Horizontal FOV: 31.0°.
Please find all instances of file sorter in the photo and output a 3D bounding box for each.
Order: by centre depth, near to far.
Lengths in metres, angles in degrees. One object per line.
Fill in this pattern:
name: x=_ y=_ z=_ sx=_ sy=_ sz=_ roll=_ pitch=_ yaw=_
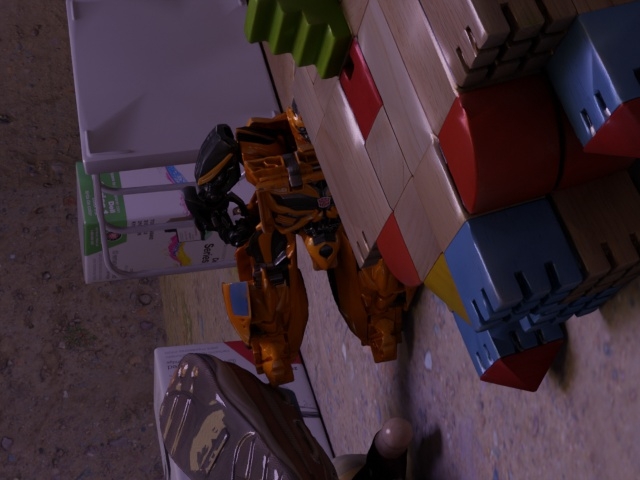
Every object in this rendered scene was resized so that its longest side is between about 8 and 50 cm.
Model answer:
file sorter: x=-0.157 y=-0.120 z=1.226 sx=0.173 sy=0.192 sz=0.278 roll=94 pitch=165 yaw=-44

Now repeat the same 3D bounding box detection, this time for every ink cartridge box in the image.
ink cartridge box: x=-0.104 y=0.256 z=1.488 sx=0.273 sy=0.197 sz=0.114 roll=-112 pitch=22 yaw=-53
ink cartridge box: x=-0.237 y=-0.040 z=1.812 sx=0.201 sy=0.278 sz=0.117 roll=108 pitch=151 yaw=-59

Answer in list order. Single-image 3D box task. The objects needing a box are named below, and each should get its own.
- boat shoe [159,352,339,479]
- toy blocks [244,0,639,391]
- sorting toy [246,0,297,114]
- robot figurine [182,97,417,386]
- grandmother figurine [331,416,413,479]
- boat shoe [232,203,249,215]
boat shoe: x=-0.032 y=0.214 z=0.996 sx=0.123 sy=0.116 sz=0.324 roll=-58 pitch=40 yaw=22
toy blocks: x=0.091 y=-0.060 z=0.662 sx=0.381 sy=0.190 sz=0.261 roll=113 pitch=139 yaw=-65
sorting toy: x=-0.013 y=-0.179 z=1.197 sx=0.257 sy=0.089 sz=0.255 roll=-119 pitch=28 yaw=-61
robot figurine: x=0.000 y=0.000 z=0.975 sx=0.291 sy=0.211 sz=0.085 roll=85 pitch=170 yaw=-48
grandmother figurine: x=0.061 y=0.260 z=1.016 sx=0.342 sy=0.104 sz=0.208 roll=-173 pitch=101 yaw=-80
boat shoe: x=-0.076 y=0.036 z=1.586 sx=0.073 sy=0.073 sz=0.207 roll=104 pitch=157 yaw=-50
